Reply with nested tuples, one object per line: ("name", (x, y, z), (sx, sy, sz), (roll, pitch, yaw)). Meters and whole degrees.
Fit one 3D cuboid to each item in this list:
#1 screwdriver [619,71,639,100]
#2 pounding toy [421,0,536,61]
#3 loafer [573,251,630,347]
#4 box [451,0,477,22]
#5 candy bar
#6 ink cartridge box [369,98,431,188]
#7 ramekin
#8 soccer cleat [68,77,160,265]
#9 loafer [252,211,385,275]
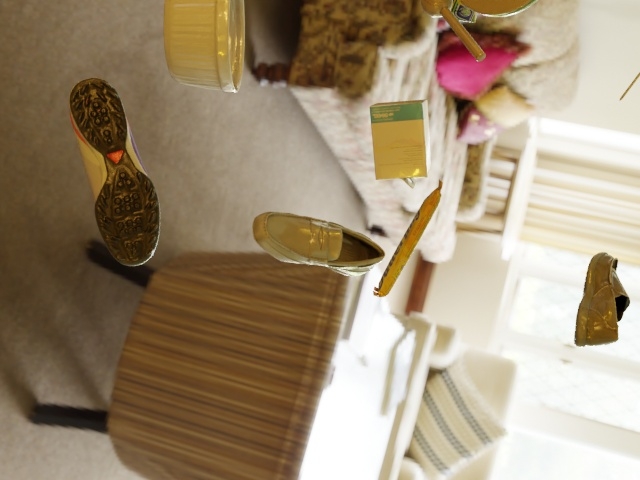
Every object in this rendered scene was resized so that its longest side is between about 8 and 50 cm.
("screwdriver", (0.537, -0.294, 1.584), (0.024, 0.025, 0.170), (31, 93, -43))
("pounding toy", (0.297, -0.424, 1.601), (0.237, 0.183, 0.110), (-51, 153, 21))
("loafer", (0.532, 0.116, 1.834), (0.251, 0.087, 0.094), (-60, 152, -46))
("box", (0.293, -0.523, 1.978), (0.169, 0.054, 0.059), (79, 25, -54))
("candy bar", (0.106, 0.000, 1.161), (0.162, 0.018, 0.040), (-61, -177, 6))
("ink cartridge box", (0.137, -0.162, 1.661), (0.092, 0.089, 0.143), (-44, 131, -74))
("ramekin", (-0.190, -0.349, 1.625), (0.207, 0.108, 0.207), (2, 90, -87))
("soccer cleat", (-0.347, -0.114, 1.663), (0.116, 0.108, 0.318), (179, -106, -77))
("loafer", (0.000, 0.000, 2.068), (0.319, 0.111, 0.112), (14, 67, -39))
